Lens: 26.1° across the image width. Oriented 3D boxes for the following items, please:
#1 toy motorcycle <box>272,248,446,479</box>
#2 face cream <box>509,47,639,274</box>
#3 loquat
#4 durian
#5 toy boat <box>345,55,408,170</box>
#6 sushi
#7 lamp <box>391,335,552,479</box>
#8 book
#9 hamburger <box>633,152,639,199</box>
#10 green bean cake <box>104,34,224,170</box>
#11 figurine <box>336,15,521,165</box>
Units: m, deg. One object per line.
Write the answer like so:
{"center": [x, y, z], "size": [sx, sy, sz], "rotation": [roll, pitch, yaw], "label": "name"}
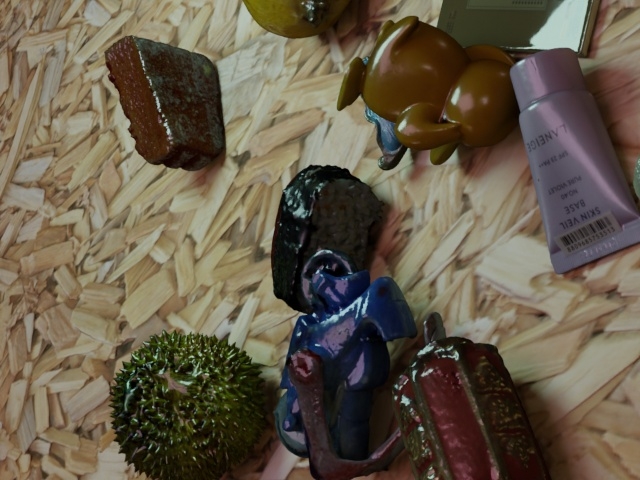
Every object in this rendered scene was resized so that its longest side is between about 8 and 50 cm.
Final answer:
{"center": [0.062, 0.184, 1.994], "size": [0.182, 0.241, 0.319], "rotation": [-47, -33, -81], "label": "toy motorcycle"}
{"center": [0.321, -0.106, 1.773], "size": [0.154, 0.096, 0.274], "rotation": [-27, 72, 43], "label": "face cream"}
{"center": [-0.036, -0.421, 2.236], "size": [0.213, 0.213, 0.246], "rotation": [-54, 40, 29], "label": "loquat"}
{"center": [-0.228, 0.272, 2.273], "size": [0.291, 0.224, 0.291], "rotation": [-24, 57, 43], "label": "durian"}
{"center": [0.092, -0.193, 2.100], "size": [0.077, 0.075, 0.185], "rotation": [-46, 51, 32], "label": "toy boat"}
{"center": [0.000, 0.000, 2.122], "size": [0.126, 0.136, 0.225], "rotation": [46, 122, 58], "label": "sushi"}
{"center": [0.192, 0.259, 1.758], "size": [0.177, 0.177, 0.274], "rotation": [-44, 48, 38], "label": "lamp"}
{"center": [0.284, -0.371, 1.941], "size": [0.310, 0.021, 0.217], "rotation": [15, 93, 54], "label": "book"}
{"center": [0.423, -0.061, 1.641], "size": [0.121, 0.054, 0.084], "rotation": [37, 108, 44], "label": "hamburger"}
{"center": [-0.282, -0.245, 2.521], "size": [0.097, 0.198, 0.233], "rotation": [-33, 59, 46], "label": "green bean cake"}
{"center": [0.161, -0.210, 1.910], "size": [0.215, 0.228, 0.215], "rotation": [-49, 5, 6], "label": "figurine"}
